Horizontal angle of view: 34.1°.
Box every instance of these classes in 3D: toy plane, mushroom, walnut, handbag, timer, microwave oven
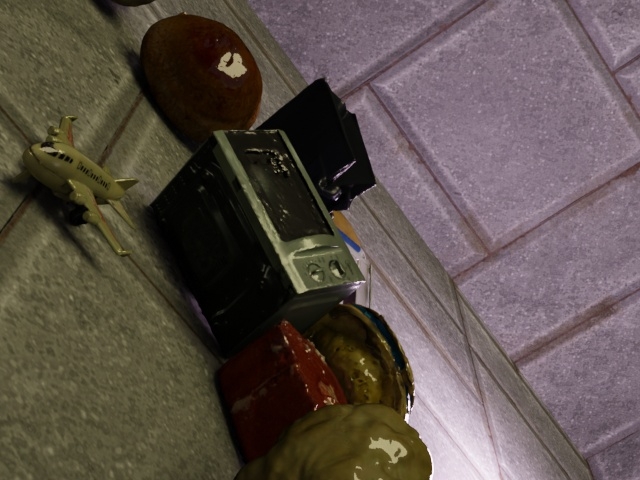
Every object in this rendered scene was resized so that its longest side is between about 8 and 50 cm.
[{"bbox_3d":[-0.330,-0.083,1.409,0.229,0.092,0.244,64,16,18],"label":"toy plane"},{"bbox_3d":[-0.236,-0.342,2.088,0.263,0.195,0.283,2,43,-37],"label":"mushroom"},{"bbox_3d":[0.020,0.347,1.273,0.277,0.253,0.282,-23,92,-67],"label":"walnut"},{"bbox_3d":[-0.052,-0.119,1.991,0.122,0.303,0.329,44,19,-34],"label":"handbag"},{"bbox_3d":[0.035,0.105,2.077,0.178,0.078,0.253,39,49,-53],"label":"timer"},{"bbox_3d":[-0.111,0.004,1.650,0.181,0.237,0.295,-8,63,-49],"label":"microwave oven"}]

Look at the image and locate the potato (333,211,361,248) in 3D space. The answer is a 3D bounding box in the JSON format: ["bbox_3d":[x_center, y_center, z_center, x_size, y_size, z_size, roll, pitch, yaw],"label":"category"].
[{"bbox_3d":[0.000,0.000,2.241,0.234,0.150,0.146,56,-10,-27],"label":"potato"}]

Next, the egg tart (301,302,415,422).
[{"bbox_3d":[0.037,0.239,1.691,0.107,0.291,0.291,-14,67,-39],"label":"egg tart"}]

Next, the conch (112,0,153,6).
[{"bbox_3d":[-0.389,-0.601,2.129,0.186,0.263,0.324,25,-10,-25],"label":"conch"}]

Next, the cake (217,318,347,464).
[{"bbox_3d":[-0.034,0.261,1.533,0.177,0.151,0.283,34,22,-49],"label":"cake"}]
